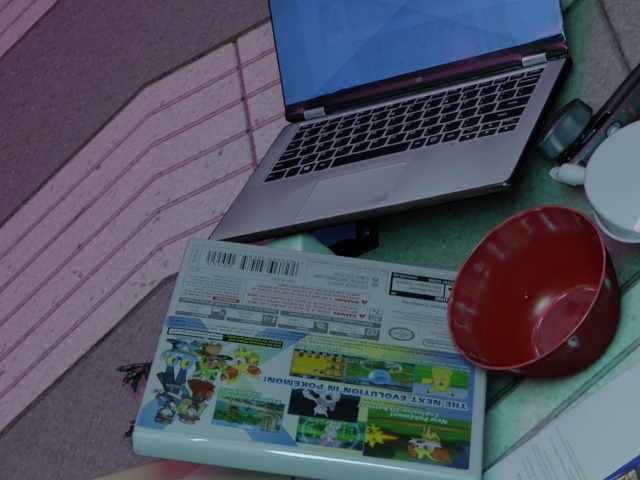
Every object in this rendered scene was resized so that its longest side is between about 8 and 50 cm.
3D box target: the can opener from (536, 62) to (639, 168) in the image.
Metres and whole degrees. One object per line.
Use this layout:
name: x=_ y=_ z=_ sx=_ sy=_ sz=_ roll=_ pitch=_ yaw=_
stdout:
can opener: x=0.314 y=-0.138 z=1.762 sx=0.186 sy=0.073 sz=0.059 roll=-42 pitch=30 yaw=-2

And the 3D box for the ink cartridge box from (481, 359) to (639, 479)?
ink cartridge box: x=0.248 y=0.236 z=1.521 sx=0.332 sy=0.065 sz=0.165 roll=-37 pitch=40 yaw=16

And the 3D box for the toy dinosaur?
toy dinosaur: x=-0.183 y=0.182 z=2.007 sx=0.118 sy=0.064 sz=0.268 roll=-22 pitch=44 yaw=24

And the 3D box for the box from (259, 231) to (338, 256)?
box: x=-0.049 y=0.081 z=1.890 sx=0.170 sy=0.130 sz=0.091 roll=-27 pitch=44 yaw=29

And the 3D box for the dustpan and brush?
dustpan and brush: x=0.290 y=-0.065 z=1.632 sx=0.211 sy=0.060 sz=0.147 roll=16 pitch=68 yaw=50

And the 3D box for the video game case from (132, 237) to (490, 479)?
video game case: x=0.002 y=0.120 z=1.671 sx=0.329 sy=0.036 sz=0.300 roll=8 pitch=39 yaw=3

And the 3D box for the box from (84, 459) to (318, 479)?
box: x=-0.102 y=0.282 z=1.746 sx=0.311 sy=0.148 sz=0.121 roll=-19 pitch=74 yaw=33

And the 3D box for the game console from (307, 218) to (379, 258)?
game console: x=0.000 y=0.000 z=1.954 sx=0.122 sy=0.071 sz=0.107 roll=-27 pitch=44 yaw=28

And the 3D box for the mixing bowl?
mixing bowl: x=0.226 y=0.067 z=1.649 sx=0.181 sy=0.098 sz=0.181 roll=-27 pitch=43 yaw=29

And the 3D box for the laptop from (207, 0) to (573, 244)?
laptop: x=0.056 y=-0.224 z=1.873 sx=0.382 sy=0.236 sz=0.408 roll=-12 pitch=30 yaw=32
